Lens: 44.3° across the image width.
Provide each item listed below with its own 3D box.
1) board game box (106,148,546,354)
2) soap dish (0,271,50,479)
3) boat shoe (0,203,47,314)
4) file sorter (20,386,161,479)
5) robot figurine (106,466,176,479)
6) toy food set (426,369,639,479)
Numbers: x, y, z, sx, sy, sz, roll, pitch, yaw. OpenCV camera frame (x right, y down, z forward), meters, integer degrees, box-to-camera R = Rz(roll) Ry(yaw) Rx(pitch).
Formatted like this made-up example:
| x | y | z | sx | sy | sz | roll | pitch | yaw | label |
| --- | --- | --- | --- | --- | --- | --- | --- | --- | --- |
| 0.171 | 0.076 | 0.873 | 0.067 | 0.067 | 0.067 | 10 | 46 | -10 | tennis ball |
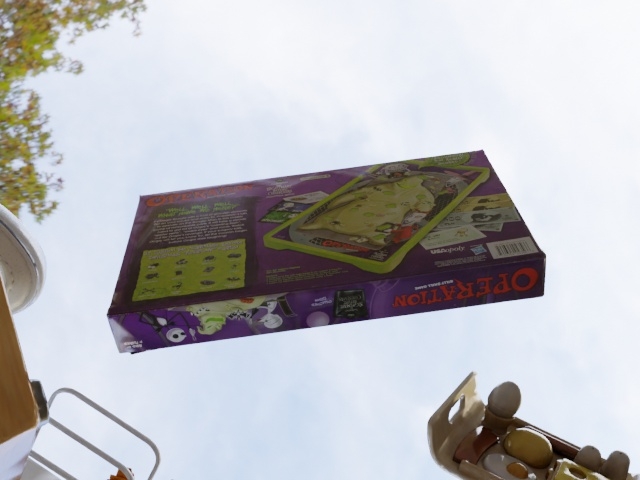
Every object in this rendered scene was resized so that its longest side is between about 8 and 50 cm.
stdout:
| x | y | z | sx | sy | sz | roll | pitch | yaw | label |
| --- | --- | --- | --- | --- | --- | --- | --- | --- | --- |
| 0.000 | 0.000 | 0.705 | 0.347 | 0.208 | 0.056 | -8 | -55 | 1 | board game box |
| -0.252 | 0.070 | 0.458 | 0.118 | 0.291 | 0.229 | -11 | -113 | -31 | soap dish |
| -0.417 | -0.019 | 0.670 | 0.367 | 0.156 | 0.136 | 33 | -81 | -20 | boat shoe |
| -0.353 | 0.338 | 0.963 | 0.173 | 0.193 | 0.278 | -61 | -6 | 22 | file sorter |
| -0.233 | 0.472 | 1.314 | 0.291 | 0.211 | 0.085 | 63 | -139 | -52 | robot figurine |
| 0.322 | 0.293 | 1.111 | 0.220 | 0.306 | 0.092 | -22 | -50 | -61 | toy food set |
